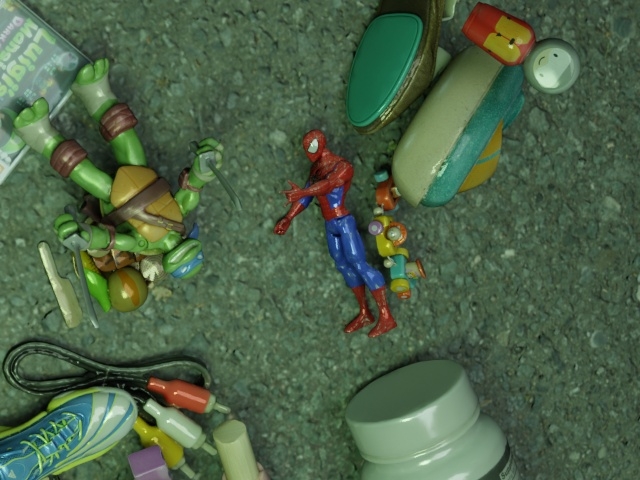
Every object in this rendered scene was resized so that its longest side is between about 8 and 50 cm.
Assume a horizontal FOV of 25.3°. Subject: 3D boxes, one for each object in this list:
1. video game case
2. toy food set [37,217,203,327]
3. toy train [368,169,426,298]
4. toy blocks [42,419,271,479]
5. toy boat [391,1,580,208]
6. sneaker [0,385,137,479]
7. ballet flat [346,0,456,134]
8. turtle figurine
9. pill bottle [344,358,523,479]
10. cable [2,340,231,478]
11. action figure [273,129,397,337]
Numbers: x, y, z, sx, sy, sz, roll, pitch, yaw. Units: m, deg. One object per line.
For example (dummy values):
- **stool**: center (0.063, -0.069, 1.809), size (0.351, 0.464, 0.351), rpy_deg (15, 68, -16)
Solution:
- **video game case**: center (-0.390, -0.191, 1.688), size (0.173, 0.022, 0.190), rpy_deg (40, 78, -23)
- **toy food set**: center (-0.243, 0.021, 1.768), size (0.192, 0.038, 0.132), rpy_deg (-26, 105, -21)
- **toy train**: center (0.110, -0.008, 1.897), size (0.125, 0.046, 0.166), rpy_deg (-58, 133, -60)
- **toy blocks**: center (-0.176, 0.424, 1.709), size (0.309, 0.288, 0.260), rpy_deg (-17, 128, -5)
- **toy boat**: center (0.209, -0.166, 1.803), size (0.148, 0.318, 0.267), rpy_deg (32, 57, 3)
- **sneaker**: center (-0.325, 0.253, 1.675), size (0.240, 0.126, 0.091), rpy_deg (-23, 108, -5)
- **ballet flat**: center (0.128, -0.296, 1.892), size (0.124, 0.116, 0.342), rpy_deg (15, 84, -46)
- **turtle figurine**: center (-0.221, -0.077, 1.638), size (0.198, 0.275, 0.266), rpy_deg (-40, 88, 15)
- **pill bottle**: center (0.176, 0.355, 1.908), size (0.204, 0.204, 0.361), rpy_deg (-29, 106, -20)
- **cable**: center (-0.242, 0.179, 1.763), size (0.287, 0.072, 0.139), rpy_deg (30, 86, -25)
- **action figure**: center (0.000, 0.000, 1.851), size (0.139, 0.091, 0.280), rpy_deg (-22, 104, -31)
